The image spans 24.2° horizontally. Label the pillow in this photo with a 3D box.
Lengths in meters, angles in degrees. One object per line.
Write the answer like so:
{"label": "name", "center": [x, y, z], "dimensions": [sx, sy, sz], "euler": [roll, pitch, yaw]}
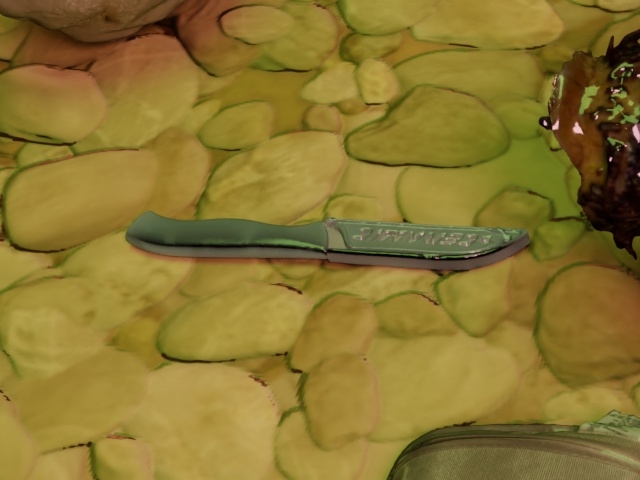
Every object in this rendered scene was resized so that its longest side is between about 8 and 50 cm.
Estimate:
{"label": "pillow", "center": [0.063, 0.129, 0.548], "dimensions": [0.130, 0.038, 0.233], "euler": [-2, 25, 21]}

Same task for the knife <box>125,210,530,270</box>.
{"label": "knife", "center": [0.000, 0.000, 0.757], "dimensions": [0.210, 0.015, 0.028], "euler": [3, 39, 15]}

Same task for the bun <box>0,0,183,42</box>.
{"label": "bun", "center": [-0.131, -0.177, 0.912], "dimensions": [0.183, 0.102, 0.183], "euler": [-1, 33, 1]}

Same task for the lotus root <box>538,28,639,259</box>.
{"label": "lotus root", "center": [0.251, -0.036, 0.627], "dimensions": [0.314, 0.169, 0.141], "euler": [5, 16, 10]}
